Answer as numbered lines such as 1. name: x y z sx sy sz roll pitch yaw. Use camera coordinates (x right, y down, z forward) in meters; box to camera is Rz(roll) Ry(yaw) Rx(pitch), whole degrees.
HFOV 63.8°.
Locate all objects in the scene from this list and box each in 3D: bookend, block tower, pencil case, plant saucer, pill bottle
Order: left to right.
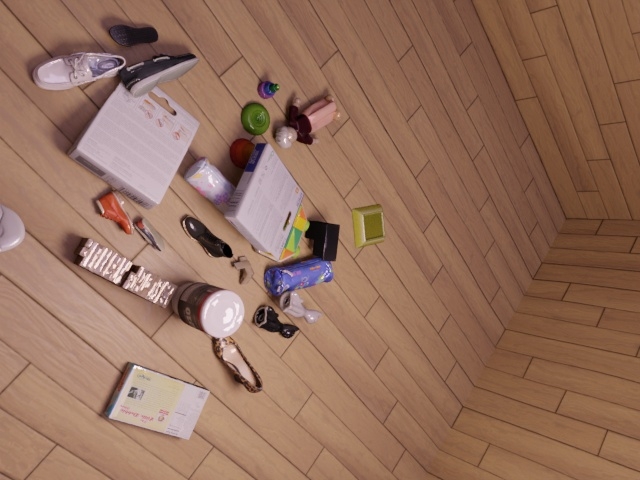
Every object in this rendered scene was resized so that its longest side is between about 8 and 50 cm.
1. block tower: -0.652 0.112 1.713 0.335 0.097 0.091 37 71 -32
2. pill bottle: -0.402 0.233 1.793 0.161 0.283 0.161 -3 96 -38
3. pencil case: -0.372 -0.183 1.892 0.273 0.124 0.114 45 68 -30
4. pencil case: -0.083 0.142 2.137 0.306 0.133 0.119 -11 61 -38
5. bookend: 0.000 0.000 2.180 0.072 0.156 0.157 3 95 -38
6. plant saucer: 0.240 -0.068 2.428 0.188 0.045 0.188 -13 101 -37

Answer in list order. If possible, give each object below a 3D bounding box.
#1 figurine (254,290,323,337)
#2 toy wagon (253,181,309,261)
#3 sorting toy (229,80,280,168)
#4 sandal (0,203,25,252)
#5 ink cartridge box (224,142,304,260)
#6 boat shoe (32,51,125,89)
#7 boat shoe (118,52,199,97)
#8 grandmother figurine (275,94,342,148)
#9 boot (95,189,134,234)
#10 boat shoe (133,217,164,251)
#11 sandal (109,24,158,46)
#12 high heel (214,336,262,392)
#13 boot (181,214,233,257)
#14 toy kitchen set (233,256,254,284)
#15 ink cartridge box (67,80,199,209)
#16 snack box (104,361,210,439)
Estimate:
1. figurine: -0.121 0.314 2.089 0.209 0.214 0.092 38 27 -40
2. toy wagon: -0.161 -0.093 2.098 0.267 0.068 0.345 28 76 -36
3. sorting toy: -0.230 -0.453 1.983 0.127 0.126 0.366 24 79 -36
4. sandal: -1.042 -0.030 1.400 0.416 0.102 0.170 -2 79 -25
5. ink cartridge box: -0.201 -0.139 1.938 0.330 0.071 0.324 55 48 -52
6. boat shoe: -0.742 -0.538 1.593 0.277 0.096 0.098 -29 111 -33
7. boat shoe: -0.539 -0.587 1.739 0.091 0.114 0.302 53 46 -8
8. grandmother figurine: -0.062 -0.489 2.132 0.342 0.104 0.208 -42 108 -31
9. boot: -0.680 -0.080 1.703 0.084 0.059 0.158 -31 103 -29
10. boat shoe: -0.592 -0.015 1.783 0.043 0.049 0.137 -25 117 10
11. sandal: -0.626 -0.682 1.718 0.179 0.040 0.067 -26 115 -49
12. high heel: -0.305 0.456 1.946 0.093 0.186 0.261 -35 113 -31
13. boot: -0.403 -0.014 1.869 0.198 0.137 0.077 48 65 -29
14. toy kitchen set: -0.316 0.120 2.015 0.068 0.075 0.083 -7 58 -41
15. ink cartridge box: -0.614 -0.346 1.740 0.308 0.091 0.385 39 53 -33
16. snack box: -0.572 0.573 1.826 0.322 0.060 0.187 34 72 -35
